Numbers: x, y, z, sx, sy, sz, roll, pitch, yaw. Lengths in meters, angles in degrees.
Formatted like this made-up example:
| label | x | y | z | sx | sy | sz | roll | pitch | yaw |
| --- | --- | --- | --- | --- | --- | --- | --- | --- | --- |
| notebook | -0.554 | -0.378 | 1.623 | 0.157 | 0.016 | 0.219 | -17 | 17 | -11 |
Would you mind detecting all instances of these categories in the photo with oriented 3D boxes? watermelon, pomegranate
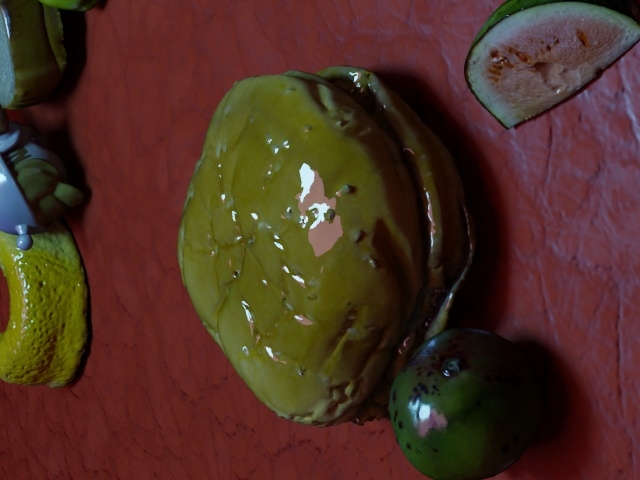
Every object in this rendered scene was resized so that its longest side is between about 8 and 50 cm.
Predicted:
| label | x | y | z | sx | sy | sz | roll | pitch | yaw |
| --- | --- | --- | --- | --- | --- | --- | --- | --- | --- |
| watermelon | 0.162 | -0.157 | 1.013 | 0.163 | 0.087 | 0.069 | -35 | 32 | 50 |
| pomegranate | 0.112 | 0.132 | 1.082 | 0.130 | 0.130 | 0.130 | 18 | 112 | 52 |

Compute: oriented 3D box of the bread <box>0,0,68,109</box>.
| label | x | y | z | sx | sy | sz | roll | pitch | yaw |
| --- | --- | --- | --- | --- | --- | --- | --- | --- | --- |
| bread | -0.386 | -0.275 | 1.714 | 0.236 | 0.070 | 0.236 | 45 | 143 | 49 |

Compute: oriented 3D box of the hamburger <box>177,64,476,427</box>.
| label | x | y | z | sx | sy | sz | roll | pitch | yaw |
| --- | --- | --- | --- | --- | --- | --- | --- | --- | --- |
| hamburger | 0.000 | 0.000 | 1.183 | 0.318 | 0.158 | 0.318 | 20 | 115 | 50 |

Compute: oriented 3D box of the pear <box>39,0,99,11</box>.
| label | x | y | z | sx | sy | sz | roll | pitch | yaw |
| --- | --- | --- | --- | --- | --- | --- | --- | --- | --- |
| pear | -0.293 | -0.313 | 1.596 | 0.097 | 0.092 | 0.092 | 42 | 149 | -17 |

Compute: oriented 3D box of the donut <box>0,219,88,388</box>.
| label | x | y | z | sx | sy | sz | roll | pitch | yaw |
| --- | --- | --- | --- | --- | --- | --- | --- | --- | --- |
| donut | -0.373 | 0.058 | 1.796 | 0.152 | 0.101 | 0.259 | -29 | 70 | 48 |

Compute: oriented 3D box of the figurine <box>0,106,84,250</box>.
| label | x | y | z | sx | sy | sz | roll | pitch | yaw |
| --- | --- | --- | --- | --- | --- | --- | --- | --- | --- |
| figurine | -0.426 | -0.114 | 1.732 | 0.274 | 0.133 | 0.194 | 44 | 164 | 0 |
